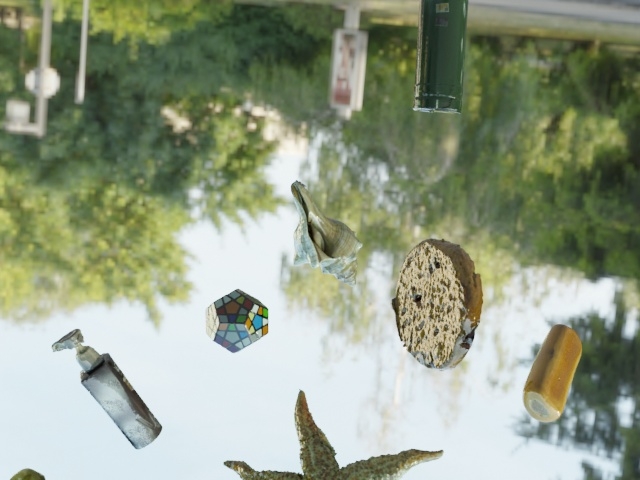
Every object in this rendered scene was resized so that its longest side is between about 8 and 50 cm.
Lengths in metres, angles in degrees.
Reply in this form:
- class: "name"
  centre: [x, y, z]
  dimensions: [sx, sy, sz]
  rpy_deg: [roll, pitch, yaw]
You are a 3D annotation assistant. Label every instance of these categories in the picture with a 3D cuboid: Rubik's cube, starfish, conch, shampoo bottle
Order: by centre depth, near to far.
- class: "shampoo bottle"
  centre: [-0.319, 0.221, 1.624]
  dimensions: [0.063, 0.208, 0.057]
  rpy_deg: [-36, -163, -8]
- class: "starfish"
  centre: [0.022, 0.394, 1.730]
  dimensions: [0.357, 0.347, 0.078]
  rpy_deg: [-34, 156, 10]
- class: "conch"
  centre: [-0.005, 0.011, 2.087]
  dimensions: [0.234, 0.137, 0.114]
  rpy_deg: [32, 140, -31]
- class: "Rubik's cube"
  centre: [-0.166, 0.160, 2.150]
  dimensions: [0.111, 0.133, 0.133]
  rpy_deg: [2, -175, 37]

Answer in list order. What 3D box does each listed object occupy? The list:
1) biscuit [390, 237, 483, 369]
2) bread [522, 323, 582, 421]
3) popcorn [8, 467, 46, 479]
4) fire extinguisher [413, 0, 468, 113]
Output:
- class: "biscuit"
  centre: [0.252, 0.134, 2.294]
  dimensions: [0.075, 0.296, 0.296]
  rpy_deg: [2, -171, -28]
- class: "bread"
  centre: [0.460, 0.263, 2.157]
  dimensions: [0.074, 0.093, 0.239]
  rpy_deg: [-34, -169, 38]
- class: "popcorn"
  centre: [-0.494, 0.532, 1.928]
  dimensions: [0.241, 0.235, 0.250]
  rpy_deg: [22, -142, 1]
- class: "fire extinguisher"
  centre: [0.229, -0.404, 2.094]
  dimensions: [0.114, 0.311, 0.095]
  rpy_deg: [5, -177, 4]
